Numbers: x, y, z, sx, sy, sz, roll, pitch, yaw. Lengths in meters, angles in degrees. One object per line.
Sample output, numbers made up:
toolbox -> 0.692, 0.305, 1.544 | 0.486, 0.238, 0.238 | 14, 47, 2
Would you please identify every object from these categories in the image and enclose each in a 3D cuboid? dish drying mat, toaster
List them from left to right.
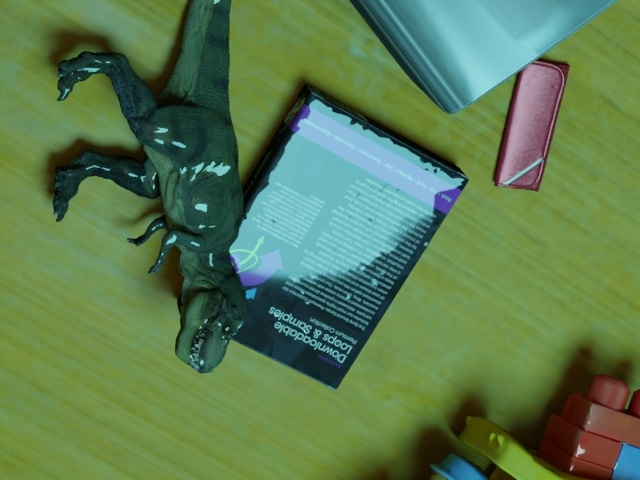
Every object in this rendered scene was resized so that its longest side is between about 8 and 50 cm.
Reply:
toaster -> 0.096, -0.166, 0.969 | 0.168, 0.186, 0.110 | -37, 103, 3
dish drying mat -> 0.131, -0.072, 1.107 | 0.032, 0.008, 0.083 | 8, 109, -13

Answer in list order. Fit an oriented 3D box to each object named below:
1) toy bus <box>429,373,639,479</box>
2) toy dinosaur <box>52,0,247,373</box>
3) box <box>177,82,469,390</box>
toy bus -> 0.134, 0.181, 1.139 | 0.220, 0.149, 0.211 | 16, 93, -14
toy dinosaur -> -0.096, -0.060, 1.039 | 0.118, 0.064, 0.268 | 2, 99, -7
box -> 0.000, 0.000, 1.097 | 0.116, 0.029, 0.162 | 28, 101, -18
